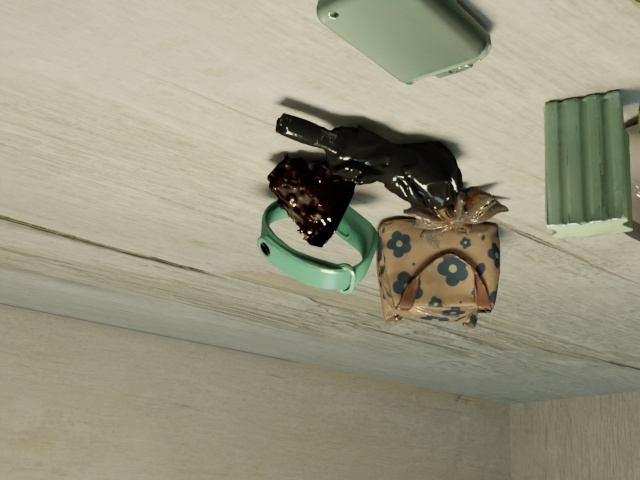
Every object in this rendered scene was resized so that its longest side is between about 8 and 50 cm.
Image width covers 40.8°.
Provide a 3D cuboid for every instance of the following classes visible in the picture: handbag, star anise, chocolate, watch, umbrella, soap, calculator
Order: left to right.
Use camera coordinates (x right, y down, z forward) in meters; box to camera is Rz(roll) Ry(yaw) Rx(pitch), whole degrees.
[{"bbox_3d":[-0.031,-0.083,1.480,0.133,0.156,0.156,27,155,-14],"label":"chocolate"},{"bbox_3d":[0.000,0.000,1.577,0.195,0.237,0.068,-27,143,-35],"label":"watch"},{"bbox_3d":[0.082,-0.132,1.358,0.340,0.118,0.118,19,156,-28],"label":"umbrella"},{"bbox_3d":[0.104,-0.260,1.048,0.141,0.045,0.246,-13,155,39],"label":"calculator"},{"bbox_3d":[0.237,0.072,1.771,0.251,0.193,0.190,3,157,-3],"label":"handbag"},{"bbox_3d":[0.257,-0.055,1.607,0.182,0.065,0.195,-9,154,18],"label":"star anise"},{"bbox_3d":[0.380,-0.106,1.225,0.114,0.198,0.063,-5,159,27],"label":"soap"}]

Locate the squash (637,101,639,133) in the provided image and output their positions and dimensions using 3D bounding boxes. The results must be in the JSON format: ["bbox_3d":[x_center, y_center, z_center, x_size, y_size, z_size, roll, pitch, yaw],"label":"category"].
[{"bbox_3d":[0.521,-0.158,1.131,0.123,0.170,0.170,4,165,-44],"label":"squash"}]

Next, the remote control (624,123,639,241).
[{"bbox_3d":[0.559,-0.080,1.366,0.221,0.103,0.332,16,159,25],"label":"remote control"}]
